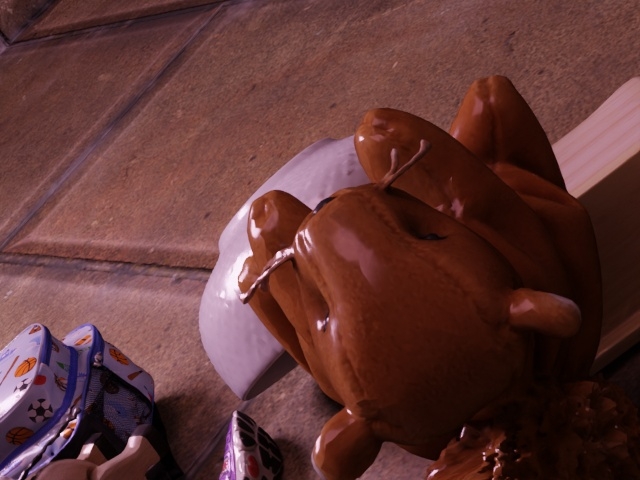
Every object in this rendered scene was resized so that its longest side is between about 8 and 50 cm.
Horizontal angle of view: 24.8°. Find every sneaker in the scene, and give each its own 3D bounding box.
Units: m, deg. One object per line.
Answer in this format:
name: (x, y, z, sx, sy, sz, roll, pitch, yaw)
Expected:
sneaker: (-0.086, 0.240, 1.472, 0.071, 0.068, 0.170, -36, 26, 21)

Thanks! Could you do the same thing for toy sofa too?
toy sofa: (0.227, 0.022, 1.309, 0.362, 0.150, 0.177, -37, 21, 4)

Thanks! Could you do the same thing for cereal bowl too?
cereal bowl: (0.000, 0.000, 1.477, 0.339, 0.141, 0.339, -44, -6, -6)

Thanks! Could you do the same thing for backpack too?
backpack: (-0.307, 0.222, 1.650, 0.276, 0.213, 0.263, -36, 15, 15)

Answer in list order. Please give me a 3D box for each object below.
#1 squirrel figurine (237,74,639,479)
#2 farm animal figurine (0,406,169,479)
squirrel figurine: (0.111, 0.093, 1.028, 0.281, 0.397, 0.370, -30, 1, 5)
farm animal figurine: (-0.132, 0.294, 1.172, 0.330, 0.327, 0.172, -38, 7, 47)
